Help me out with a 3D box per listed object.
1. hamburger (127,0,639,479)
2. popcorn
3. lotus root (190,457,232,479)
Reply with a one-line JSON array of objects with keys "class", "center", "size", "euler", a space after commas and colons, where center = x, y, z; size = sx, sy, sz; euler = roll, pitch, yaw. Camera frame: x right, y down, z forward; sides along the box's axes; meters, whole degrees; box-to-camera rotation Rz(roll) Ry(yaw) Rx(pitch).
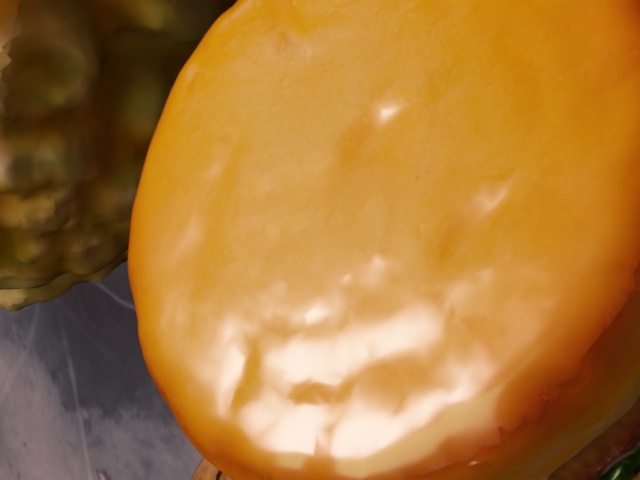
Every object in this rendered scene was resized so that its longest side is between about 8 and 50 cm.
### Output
[{"class": "hamburger", "center": [0.058, 0.000, 0.529], "size": [0.246, 0.170, 0.246], "euler": [-15, 61, 29]}, {"class": "popcorn", "center": [-0.171, -0.133, 0.716], "size": [0.279, 0.274, 0.335], "euler": [-85, -25, -60]}, {"class": "lotus root", "center": [0.013, 0.137, 0.672], "size": [0.154, 0.140, 0.257], "euler": [60, 155, -15]}]
